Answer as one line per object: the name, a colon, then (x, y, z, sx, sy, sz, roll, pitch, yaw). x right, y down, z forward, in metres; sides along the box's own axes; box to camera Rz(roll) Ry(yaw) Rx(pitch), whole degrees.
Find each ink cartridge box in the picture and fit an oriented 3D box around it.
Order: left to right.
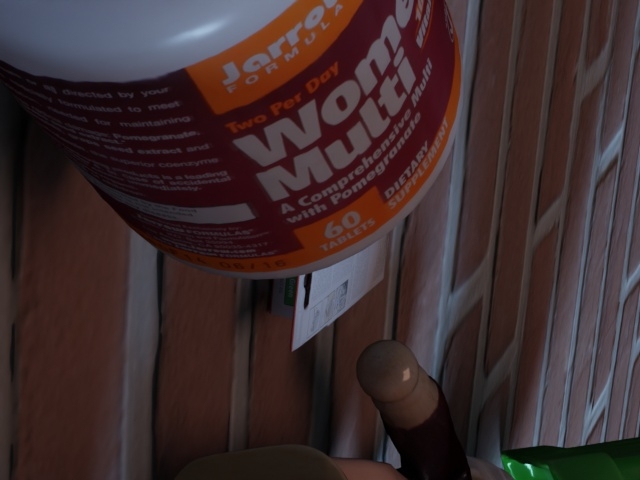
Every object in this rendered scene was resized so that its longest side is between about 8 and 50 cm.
ink cartridge box: (0.000, 0.000, 0.816, 0.115, 0.029, 0.063, -35, 134, -64)

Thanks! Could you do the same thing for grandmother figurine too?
grandmother figurine: (0.025, 0.152, 0.876, 0.208, 0.104, 0.342, -67, 161, 7)

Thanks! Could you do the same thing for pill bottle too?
pill bottle: (-0.037, -0.080, 0.503, 0.221, 0.121, 0.121, 57, 47, -65)

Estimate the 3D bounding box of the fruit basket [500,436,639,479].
fruit basket: (0.156, 0.268, 1.160, 0.283, 0.392, 0.392, 68, 18, 5)
